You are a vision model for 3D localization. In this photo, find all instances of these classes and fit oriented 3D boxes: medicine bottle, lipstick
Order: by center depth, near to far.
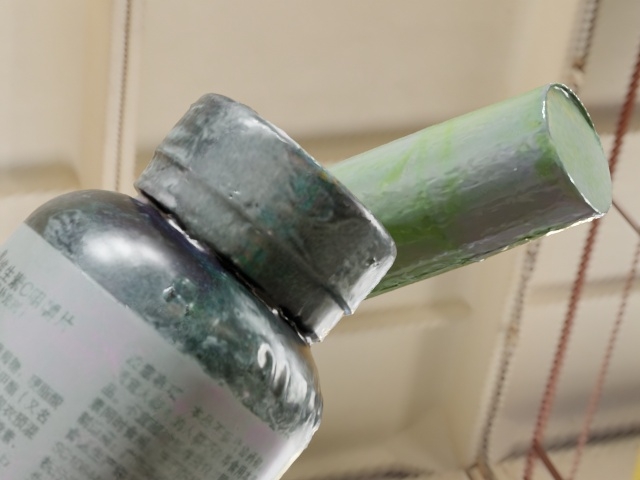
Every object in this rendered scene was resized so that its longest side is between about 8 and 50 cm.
[{"bbox_3d":[-0.099,0.083,0.642,0.293,0.141,0.141,-50,-48,-5],"label":"medicine bottle"},{"bbox_3d":[0.000,0.000,0.873,0.304,0.076,0.076,-21,-41,29],"label":"lipstick"}]
